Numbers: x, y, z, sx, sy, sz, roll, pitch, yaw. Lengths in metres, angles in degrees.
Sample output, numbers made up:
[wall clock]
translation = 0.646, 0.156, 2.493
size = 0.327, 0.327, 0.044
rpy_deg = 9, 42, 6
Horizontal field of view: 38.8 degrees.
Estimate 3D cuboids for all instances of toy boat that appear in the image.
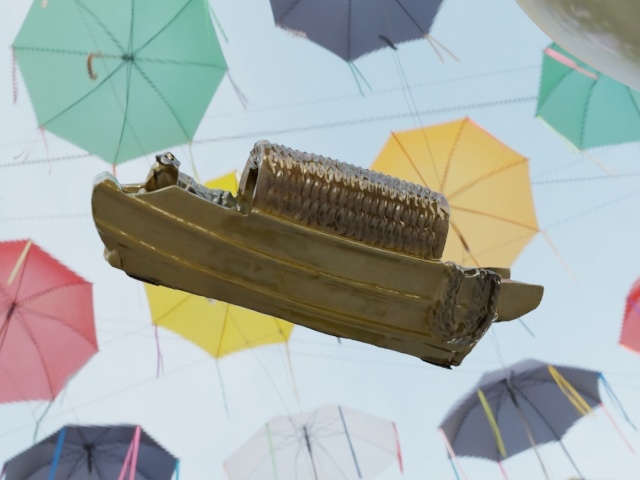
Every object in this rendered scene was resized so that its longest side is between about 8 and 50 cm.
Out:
[toy boat]
translation = 0.000, 0.000, 0.613
size = 0.310, 0.089, 0.115
rpy_deg = 18, -87, -12

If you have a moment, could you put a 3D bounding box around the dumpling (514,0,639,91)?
[dumpling]
translation = 0.240, -0.217, 0.455
size = 0.315, 0.395, 0.233
rpy_deg = -46, -30, 6
